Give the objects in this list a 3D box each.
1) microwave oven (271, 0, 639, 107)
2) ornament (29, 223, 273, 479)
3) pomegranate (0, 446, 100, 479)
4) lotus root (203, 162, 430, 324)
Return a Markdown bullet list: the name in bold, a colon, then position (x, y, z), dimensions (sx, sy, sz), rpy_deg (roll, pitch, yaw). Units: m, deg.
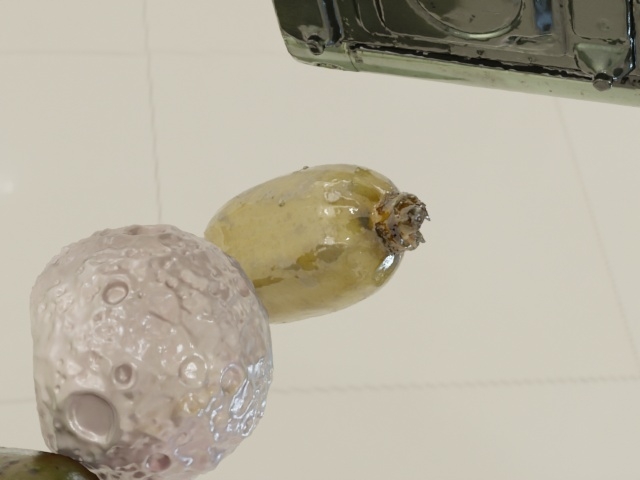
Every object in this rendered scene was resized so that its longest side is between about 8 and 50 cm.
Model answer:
- **microwave oven**: position (0.149, -0.305, 1.379), dimensions (0.394, 0.333, 0.247), rpy_deg (10, 54, 23)
- **ornament**: position (-0.160, 0.112, 1.450), dimensions (0.225, 0.259, 0.259), rpy_deg (-6, 51, -5)
- **pomegranate**: position (-0.281, 0.323, 1.273), dimensions (0.291, 0.290, 0.323), rpy_deg (12, 8, 1)
- **lotus root**: position (0.000, 0.000, 1.717), dimensions (0.151, 0.343, 0.169), rpy_deg (11, 70, -46)
